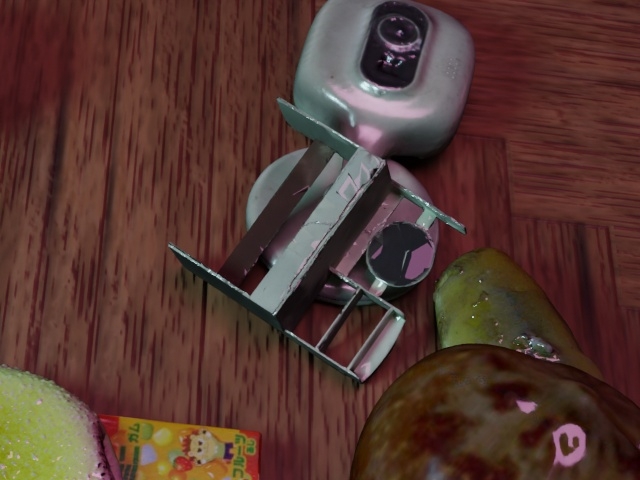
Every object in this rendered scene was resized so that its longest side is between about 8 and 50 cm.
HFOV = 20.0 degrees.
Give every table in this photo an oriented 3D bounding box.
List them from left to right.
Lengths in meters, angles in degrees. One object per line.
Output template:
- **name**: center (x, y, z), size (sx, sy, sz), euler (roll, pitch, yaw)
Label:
- **table**: center (0.000, 0.000, 1.381), size (0.175, 0.062, 0.146), euler (32, 79, 17)

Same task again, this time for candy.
- **candy**: center (-0.103, 0.163, 1.280), size (0.122, 0.038, 0.062), euler (6, 52, -7)

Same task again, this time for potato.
- **potato**: center (0.146, 0.080, 1.373), size (0.105, 0.085, 0.188), euler (-8, 50, -20)

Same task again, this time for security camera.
- **security camera**: center (0.038, -0.081, 1.482), size (0.157, 0.080, 0.301), euler (16, 54, 0)

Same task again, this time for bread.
- **bread**: center (-0.243, 0.177, 1.216), size (0.228, 0.033, 0.228), euler (0, 54, 0)

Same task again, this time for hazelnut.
- **hazelnut**: center (0.130, 0.183, 1.211), size (0.234, 0.218, 0.218), euler (26, 52, 6)
